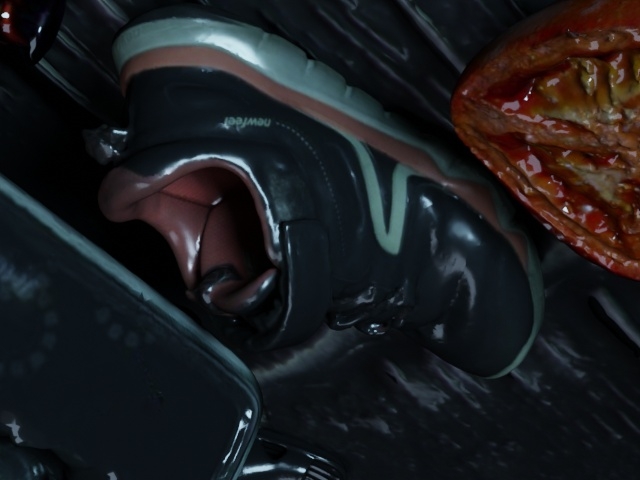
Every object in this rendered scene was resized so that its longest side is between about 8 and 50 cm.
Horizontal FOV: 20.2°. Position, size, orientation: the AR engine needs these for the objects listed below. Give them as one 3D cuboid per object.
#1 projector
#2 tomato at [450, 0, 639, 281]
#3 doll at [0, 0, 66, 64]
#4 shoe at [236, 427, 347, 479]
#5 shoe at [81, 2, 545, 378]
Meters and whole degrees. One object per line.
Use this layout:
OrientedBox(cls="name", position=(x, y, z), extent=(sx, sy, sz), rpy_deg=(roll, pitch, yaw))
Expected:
OrientedBox(cls="projector", position=(-0.299, 0.068, 1.076), extent=(0.395, 0.242, 0.405), rpy_deg=(38, 159, -28))
OrientedBox(cls="tomato", position=(0.159, -0.061, 0.817), extent=(0.166, 0.082, 0.174), rpy_deg=(41, 147, -20))
OrientedBox(cls="doll", position=(-0.256, -0.156, 0.927), extent=(0.249, 0.088, 0.127), rpy_deg=(10, 123, 2))
OrientedBox(cls="shoe", position=(-0.062, 0.162, 1.294), extent=(0.159, 0.053, 0.062), rpy_deg=(22, 144, 5))
OrientedBox(cls="shoe", position=(0.000, 0.000, 0.946), extent=(0.291, 0.137, 0.114), rpy_deg=(34, 146, -20))
